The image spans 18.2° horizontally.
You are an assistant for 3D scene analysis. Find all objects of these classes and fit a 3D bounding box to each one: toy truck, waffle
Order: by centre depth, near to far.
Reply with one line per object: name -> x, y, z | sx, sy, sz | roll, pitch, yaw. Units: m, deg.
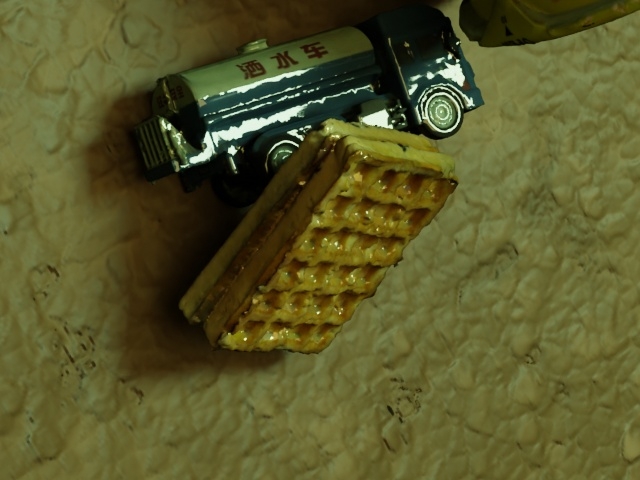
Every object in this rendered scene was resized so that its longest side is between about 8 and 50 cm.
waffle -> 0.000, 0.000, 1.098 | 0.102, 0.042, 0.148 | 7, 128, -50
toy truck -> -0.009, -0.076, 1.141 | 0.201, 0.074, 0.088 | -19, 90, -28

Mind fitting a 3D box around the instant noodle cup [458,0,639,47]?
instant noodle cup -> 0.157, -0.297, 1.089 | 0.325, 0.325, 0.254 | -41, 109, -24
